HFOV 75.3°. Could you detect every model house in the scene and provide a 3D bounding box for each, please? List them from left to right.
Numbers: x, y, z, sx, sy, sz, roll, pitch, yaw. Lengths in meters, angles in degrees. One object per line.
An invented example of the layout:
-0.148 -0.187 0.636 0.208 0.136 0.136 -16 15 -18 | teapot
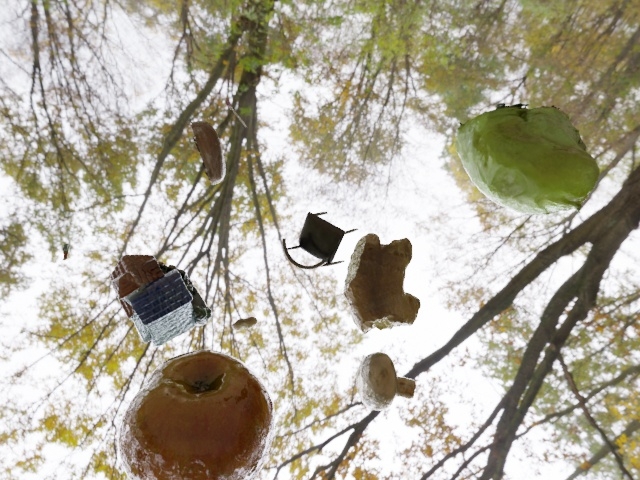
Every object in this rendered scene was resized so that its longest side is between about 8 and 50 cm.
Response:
-0.569 0.152 1.402 0.251 0.329 0.295 -30 -123 -17 | model house

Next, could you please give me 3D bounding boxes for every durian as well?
0.473 -0.194 0.972 0.204 0.256 0.340 37 -142 -45 | durian

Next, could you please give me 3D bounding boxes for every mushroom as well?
0.226 0.493 1.473 0.209 0.206 0.206 -15 -135 4 | mushroom

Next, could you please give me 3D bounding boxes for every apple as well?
-0.231 0.356 0.808 0.301 0.301 0.301 10 -138 -9 | apple

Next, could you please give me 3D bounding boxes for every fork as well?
-0.290 -0.436 1.423 0.115 0.016 0.012 55 -147 -20 | fork

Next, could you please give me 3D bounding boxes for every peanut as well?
-0.229 0.249 1.249 0.083 0.037 0.037 -14 -142 19 | peanut

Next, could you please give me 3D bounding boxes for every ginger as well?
0.164 0.112 1.062 0.221 0.130 0.276 27 -105 3 | ginger

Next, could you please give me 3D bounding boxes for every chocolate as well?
-0.427 -0.354 1.645 0.083 0.261 0.161 -13 -156 0 | chocolate

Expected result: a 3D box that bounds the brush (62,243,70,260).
-0.933 0.042 1.516 0.018 0.021 0.083 -11 -138 -14 | brush

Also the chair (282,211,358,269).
0.000 0.000 1.550 0.188 0.166 0.272 29 -159 21 | chair
